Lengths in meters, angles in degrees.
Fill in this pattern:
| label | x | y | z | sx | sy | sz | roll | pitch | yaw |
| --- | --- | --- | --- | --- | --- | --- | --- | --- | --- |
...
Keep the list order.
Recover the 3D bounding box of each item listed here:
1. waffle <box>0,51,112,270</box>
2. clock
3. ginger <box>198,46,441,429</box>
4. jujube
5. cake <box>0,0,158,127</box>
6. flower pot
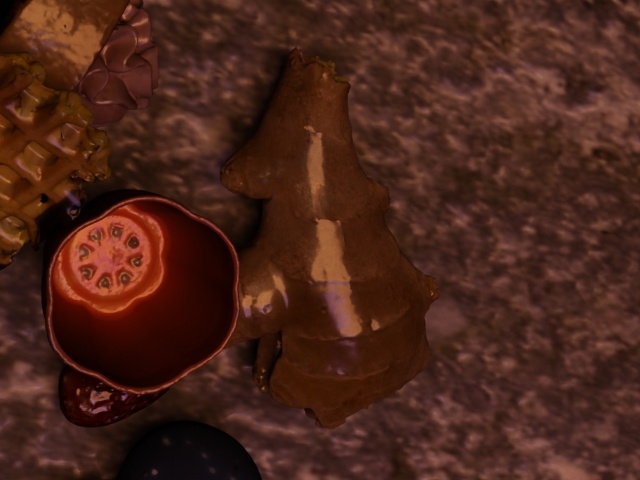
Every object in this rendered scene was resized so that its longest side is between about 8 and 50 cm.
| label | x | y | z | sx | sy | sz | roll | pitch | yaw |
| --- | --- | --- | --- | --- | --- | --- | --- | --- | --- |
| waffle | -0.343 | -0.075 | 1.386 | 0.307 | 0.060 | 0.312 | 17 | 137 | -4 |
| clock | -0.163 | 0.296 | 1.582 | 0.199 | 0.146 | 0.243 | 42 | 93 | -17 |
| ginger | -0.024 | 0.008 | 1.597 | 0.236 | 0.166 | 0.375 | -22 | 90 | 8 |
| jujube | -0.204 | 0.142 | 1.572 | 0.129 | 0.077 | 0.077 | -22 | 108 | -26 |
| cake | -0.223 | -0.190 | 1.433 | 0.178 | 0.185 | 0.207 | 23 | 74 | -26 |
| flower pot | -0.185 | 0.035 | 1.499 | 0.191 | 0.173 | 0.190 | -4 | 102 | -17 |
